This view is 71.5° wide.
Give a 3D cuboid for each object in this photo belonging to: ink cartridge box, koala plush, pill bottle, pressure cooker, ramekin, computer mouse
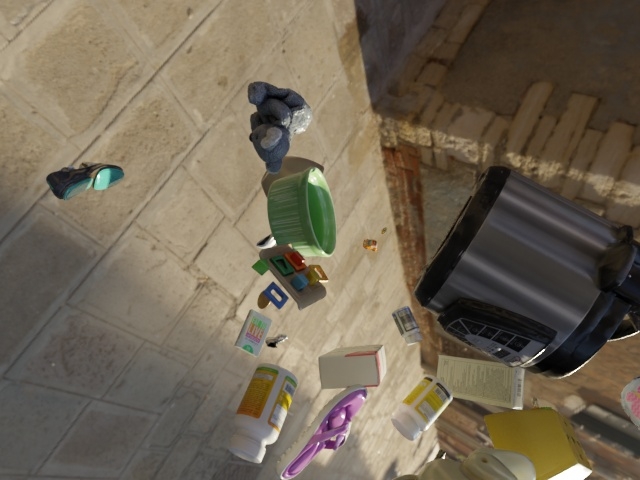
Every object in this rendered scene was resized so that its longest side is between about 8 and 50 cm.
[{"bbox_3d":[0.127,0.460,1.636,0.283,0.207,0.117,29,55,-74],"label":"ink cartridge box"},{"bbox_3d":[-0.135,-0.329,1.347,0.196,0.203,0.222,100,-1,-63],"label":"koala plush"},{"bbox_3d":[0.340,0.334,1.743,0.078,0.137,0.078,-19,156,-8],"label":"pill bottle"},{"bbox_3d":[-0.168,0.494,1.280,0.136,0.136,0.246,80,27,-48],"label":"pill bottle"},{"bbox_3d":[0.460,0.079,0.959,0.376,0.420,0.370,-64,169,24],"label":"pressure cooker"},{"bbox_3d":[0.349,0.579,1.543,0.208,0.119,0.119,-38,143,-23],"label":"pill bottle"},{"bbox_3d":[-0.060,-0.085,1.500,0.303,0.148,0.304,-9,90,-73],"label":"ramekin"},{"bbox_3d":[-0.214,-0.008,2.080,0.192,0.042,0.106,-34,160,19],"label":"computer mouse"}]

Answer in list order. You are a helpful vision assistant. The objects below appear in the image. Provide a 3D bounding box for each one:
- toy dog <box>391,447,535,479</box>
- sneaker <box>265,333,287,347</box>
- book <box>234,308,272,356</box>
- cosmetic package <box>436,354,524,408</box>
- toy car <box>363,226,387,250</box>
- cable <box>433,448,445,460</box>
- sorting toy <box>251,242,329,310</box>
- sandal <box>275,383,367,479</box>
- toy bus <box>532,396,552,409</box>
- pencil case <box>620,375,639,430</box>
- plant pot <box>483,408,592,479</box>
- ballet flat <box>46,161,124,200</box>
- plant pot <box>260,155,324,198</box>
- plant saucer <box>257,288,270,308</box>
[{"bbox_3d":[0.349,0.610,0.900,0.285,0.395,0.408,-63,180,0],"label":"toy dog"},{"bbox_3d":[-0.187,0.440,1.920,0.098,0.069,0.038,-14,113,-11],"label":"sneaker"},{"bbox_3d":[-0.245,0.337,1.622,0.096,0.035,0.144,36,57,-26],"label":"book"},{"bbox_3d":[0.623,0.552,1.751,0.113,0.309,0.160,24,71,-44],"label":"cosmetic package"},{"bbox_3d":[0.204,-0.015,1.647,0.122,0.060,0.040,-61,-173,-30],"label":"toy car"},{"bbox_3d":[0.340,0.855,1.553,0.287,0.072,0.139,-62,147,-9],"label":"cable"},{"bbox_3d":[-0.065,0.089,1.259,0.047,0.196,0.347,-42,169,22],"label":"sorting toy"},{"bbox_3d":[0.026,0.633,1.425,0.416,0.102,0.169,-51,141,11],"label":"sandal"},{"bbox_3d":[0.690,0.632,1.465,0.202,0.104,0.191,47,43,-81],"label":"toy bus"},{"bbox_3d":[0.701,0.384,0.843,0.114,0.124,0.273,60,15,-23],"label":"pencil case"},{"bbox_3d":[0.626,0.594,1.260,0.187,0.212,0.212,-33,131,25],"label":"plant pot"},{"bbox_3d":[-0.529,-0.146,1.001,0.203,0.074,0.074,-54,158,-66],"label":"ballet flat"},{"bbox_3d":[-0.143,-0.250,1.908,0.284,0.190,0.284,-51,-163,23],"label":"plant pot"},{"bbox_3d":[-0.222,0.238,1.792,0.015,0.083,0.084,31,84,-40],"label":"plant saucer"}]
